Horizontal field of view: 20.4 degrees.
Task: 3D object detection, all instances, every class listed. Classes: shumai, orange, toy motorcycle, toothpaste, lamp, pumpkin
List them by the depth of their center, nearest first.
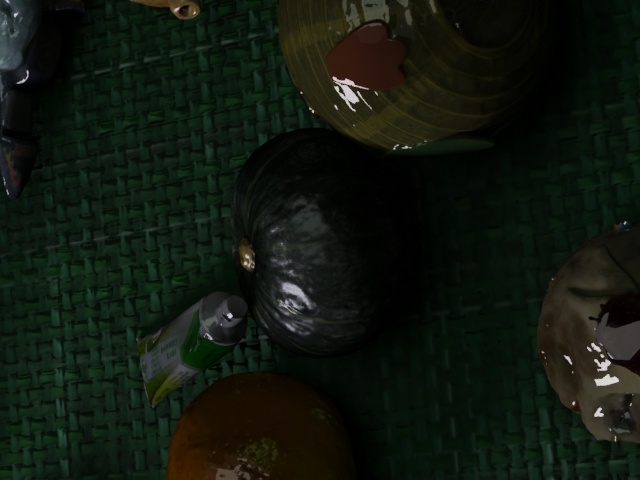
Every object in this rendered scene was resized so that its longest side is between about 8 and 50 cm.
[{"bbox_3d":[0.265,0.079,1.489,0.201,0.120,0.201,-2,86,26],"label":"shumai"},{"bbox_3d":[0.075,-0.193,1.569,0.284,0.250,0.250,172,102,-67],"label":"lamp"},{"bbox_3d":[-0.001,0.001,1.615,0.152,0.211,0.212,-2,81,-15],"label":"pumpkin"},{"bbox_3d":[-0.051,0.235,1.625,0.179,0.158,0.237,-7,80,12],"label":"orange"},{"bbox_3d":[-0.126,0.097,1.689,0.248,0.046,0.078,-37,64,58],"label":"toothpaste"},{"bbox_3d":[-0.335,-0.206,1.861,0.173,0.108,0.307,16,94,24],"label":"toy motorcycle"}]

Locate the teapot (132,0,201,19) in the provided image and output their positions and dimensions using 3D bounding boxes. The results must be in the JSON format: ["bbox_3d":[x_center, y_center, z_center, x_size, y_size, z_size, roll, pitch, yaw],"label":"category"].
[{"bbox_3d":[-0.170,-0.347,1.747,0.203,0.167,0.311,-32,70,23],"label":"teapot"}]

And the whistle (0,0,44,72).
[{"bbox_3d":[-0.327,-0.339,1.746,0.189,0.189,0.348,17,120,29],"label":"whistle"}]
